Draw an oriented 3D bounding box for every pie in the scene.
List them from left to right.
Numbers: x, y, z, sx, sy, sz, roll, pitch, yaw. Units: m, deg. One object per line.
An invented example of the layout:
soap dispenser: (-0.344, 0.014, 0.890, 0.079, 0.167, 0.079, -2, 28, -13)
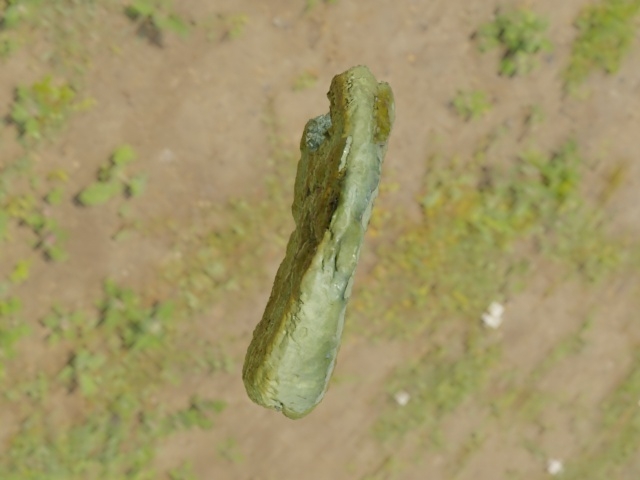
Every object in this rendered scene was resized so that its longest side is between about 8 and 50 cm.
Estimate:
pie: (-0.002, 0.008, 1.474, 0.302, 0.067, 0.302, -164, -90, -84)
